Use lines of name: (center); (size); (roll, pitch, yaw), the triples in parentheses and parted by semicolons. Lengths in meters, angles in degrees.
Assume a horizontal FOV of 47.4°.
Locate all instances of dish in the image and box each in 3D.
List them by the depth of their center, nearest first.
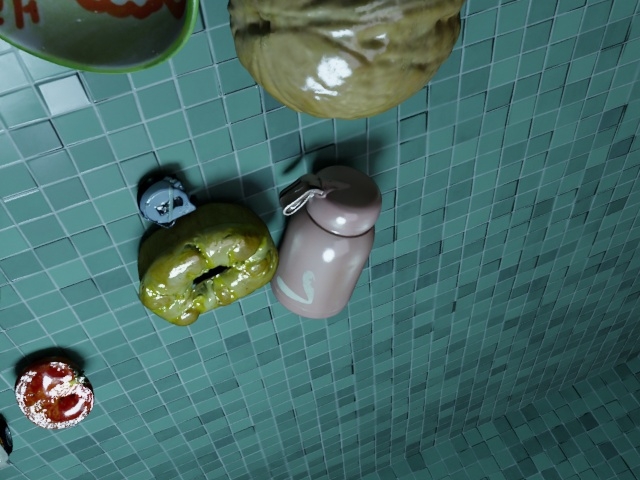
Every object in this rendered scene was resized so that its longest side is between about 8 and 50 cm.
dish: (-0.271, -0.337, 0.780); (0.324, 0.124, 0.324); (10, 150, 6)

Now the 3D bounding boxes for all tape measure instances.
tape measure: (-0.264, -0.068, 1.234); (0.091, 0.054, 0.094); (-37, 147, 2)

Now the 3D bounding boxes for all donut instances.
donut: (-0.213, 0.036, 1.334); (0.261, 0.128, 0.209); (-27, 144, -1)

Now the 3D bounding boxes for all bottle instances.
bottle: (0.000, 0.000, 1.394); (0.206, 0.173, 0.297); (3, 136, -20)

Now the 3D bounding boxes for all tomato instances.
tomato: (-0.540, 0.297, 1.484); (0.139, 0.091, 0.159); (-36, 118, -3)

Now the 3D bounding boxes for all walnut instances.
walnut: (0.043, -0.313, 0.933); (0.332, 0.333, 0.333); (-18, 144, -14)

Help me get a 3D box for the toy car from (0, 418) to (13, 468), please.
toy car: (-0.742, 0.392, 1.449); (0.193, 0.118, 0.301); (-14, 142, -15)
